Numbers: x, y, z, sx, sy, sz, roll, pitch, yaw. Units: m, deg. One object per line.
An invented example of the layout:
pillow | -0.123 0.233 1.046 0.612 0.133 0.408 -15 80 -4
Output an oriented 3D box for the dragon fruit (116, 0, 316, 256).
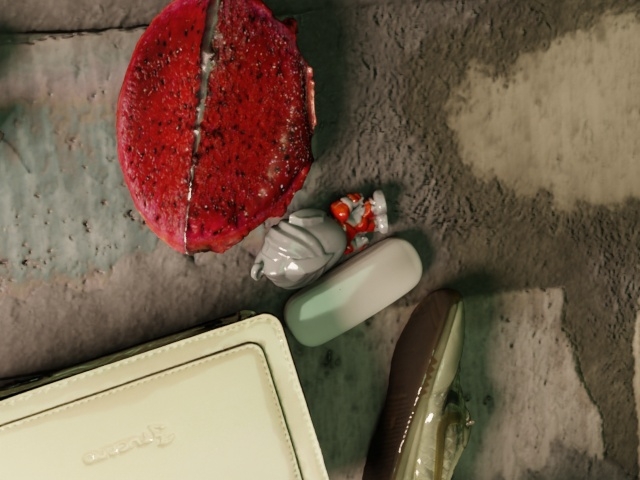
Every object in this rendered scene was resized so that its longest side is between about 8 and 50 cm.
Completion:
dragon fruit | -0.107 -0.127 1.106 0.189 0.163 0.261 12 100 16

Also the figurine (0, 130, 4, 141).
figurine | -0.407 -0.135 1.016 0.236 0.133 0.176 39 77 -21

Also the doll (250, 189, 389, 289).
doll | 0.000 0.000 1.194 0.180 0.079 0.094 -26 130 -25

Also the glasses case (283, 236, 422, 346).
glasses case | 0.036 0.055 1.226 0.164 0.041 0.063 -32 108 -10

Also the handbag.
handbag | -0.184 0.228 1.121 0.359 0.160 0.236 -17 89 -13

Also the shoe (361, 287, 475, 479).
shoe | 0.122 0.188 1.247 0.098 0.103 0.274 11 101 -19
